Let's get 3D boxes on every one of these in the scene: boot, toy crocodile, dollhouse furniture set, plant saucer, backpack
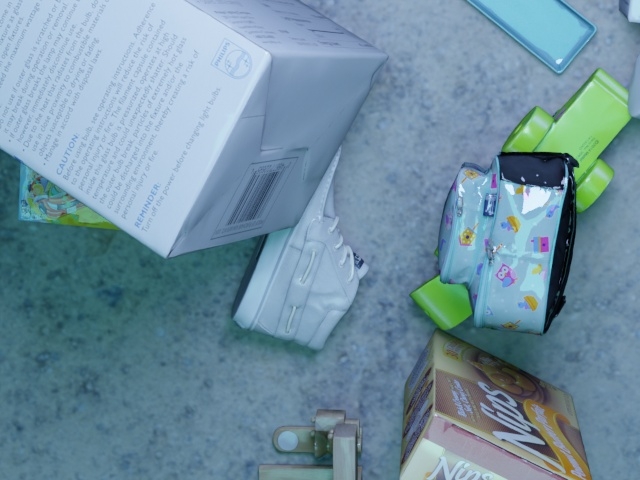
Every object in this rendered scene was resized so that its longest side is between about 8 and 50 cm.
[{"bbox_3d":[0.000,0.000,1.930,0.123,0.095,0.258,20,111,-10],"label":"boot"},{"bbox_3d":[0.225,-0.040,1.896,0.115,0.105,0.340,34,99,-4],"label":"toy crocodile"},{"bbox_3d":[-0.017,0.268,1.958,0.123,0.151,0.144,0,102,4],"label":"dollhouse furniture set"},{"bbox_3d":[0.209,-0.267,1.874,0.192,0.018,0.067,38,104,-5],"label":"plant saucer"},{"bbox_3d":[0.194,0.004,1.766,0.144,0.166,0.188,0,96,4],"label":"backpack"}]

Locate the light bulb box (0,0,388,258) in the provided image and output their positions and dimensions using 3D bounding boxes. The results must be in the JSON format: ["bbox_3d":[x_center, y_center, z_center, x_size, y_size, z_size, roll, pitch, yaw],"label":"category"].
[{"bbox_3d":[-0.178,-0.183,1.710,0.361,0.358,0.225,33,105,14],"label":"light bulb box"}]

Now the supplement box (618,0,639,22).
[{"bbox_3d":[0.384,-0.338,1.794,0.111,0.114,0.220,6,103,2],"label":"supplement box"}]

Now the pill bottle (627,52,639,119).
[{"bbox_3d":[0.445,-0.149,1.822,0.216,0.121,0.121,13,105,-6],"label":"pill bottle"}]

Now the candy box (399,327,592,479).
[{"bbox_3d":[0.185,0.209,1.842,0.183,0.316,0.087,26,104,-2],"label":"candy box"}]

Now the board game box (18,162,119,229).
[{"bbox_3d":[-0.265,-0.068,1.955,0.154,0.026,0.103,5,104,3],"label":"board game box"}]
